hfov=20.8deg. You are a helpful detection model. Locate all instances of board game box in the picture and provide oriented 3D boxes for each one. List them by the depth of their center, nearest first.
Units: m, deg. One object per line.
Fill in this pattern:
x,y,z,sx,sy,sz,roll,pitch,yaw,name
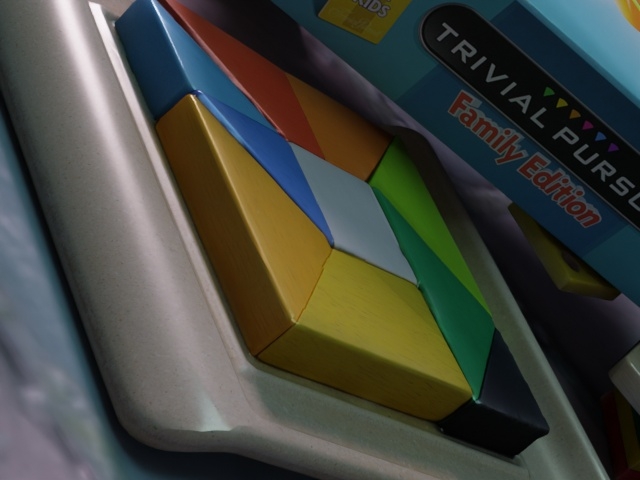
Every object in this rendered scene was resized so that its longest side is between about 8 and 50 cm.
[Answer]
0.113,-0.120,0.792,0.336,0.079,0.254,38,36,-19,board game box

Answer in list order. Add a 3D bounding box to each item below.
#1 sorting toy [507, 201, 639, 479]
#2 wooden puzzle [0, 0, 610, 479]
0.171,0.093,0.766,0.274,0.046,0.132,51,24,7,sorting toy
0.000,0.000,0.632,0.238,0.044,0.221,20,36,-45,wooden puzzle
